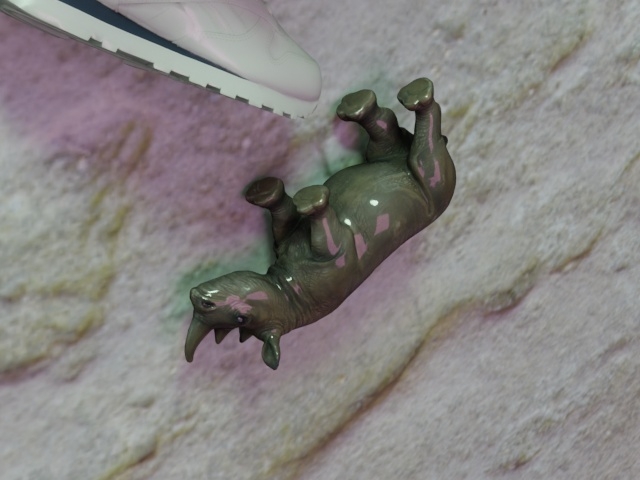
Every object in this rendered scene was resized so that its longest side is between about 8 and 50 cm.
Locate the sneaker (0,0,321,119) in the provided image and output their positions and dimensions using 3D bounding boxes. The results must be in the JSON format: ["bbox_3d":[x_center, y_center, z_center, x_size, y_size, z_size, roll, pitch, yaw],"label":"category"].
[{"bbox_3d":[-0.076,-0.137,0.711,0.235,0.090,0.095,19,90,-47],"label":"sneaker"}]

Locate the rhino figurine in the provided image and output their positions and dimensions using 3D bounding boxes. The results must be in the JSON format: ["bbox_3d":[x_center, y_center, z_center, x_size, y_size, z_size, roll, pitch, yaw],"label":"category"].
[{"bbox_3d":[0.000,0.000,0.858,0.243,0.073,0.106,-44,131,-13],"label":"rhino figurine"}]
